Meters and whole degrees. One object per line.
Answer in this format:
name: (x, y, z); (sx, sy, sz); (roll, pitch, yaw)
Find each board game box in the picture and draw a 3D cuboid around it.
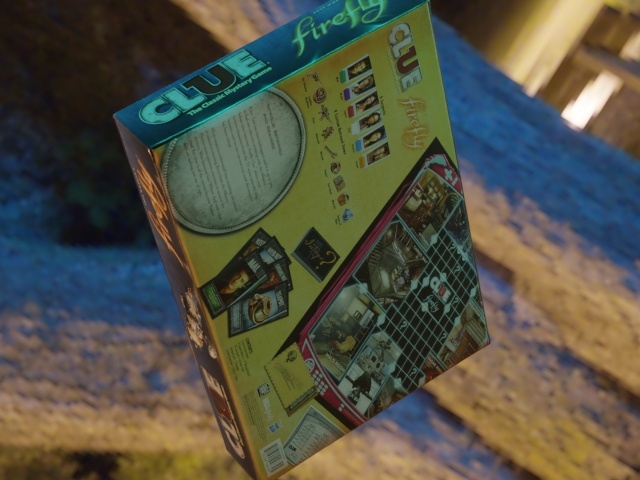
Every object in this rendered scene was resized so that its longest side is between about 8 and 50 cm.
board game box: (0.000, 0.000, 0.908); (0.165, 0.042, 0.243); (-30, -48, -18)
